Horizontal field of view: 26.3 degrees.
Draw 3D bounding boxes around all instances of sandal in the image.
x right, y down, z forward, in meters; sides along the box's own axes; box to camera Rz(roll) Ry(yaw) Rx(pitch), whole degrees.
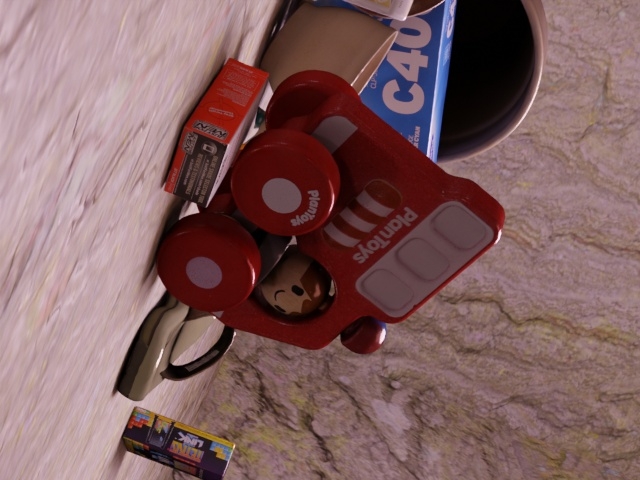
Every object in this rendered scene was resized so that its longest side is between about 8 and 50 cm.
[{"bbox_3d":[-0.147,0.112,1.570,0.303,0.086,0.120,-59,166,-67],"label":"sandal"}]

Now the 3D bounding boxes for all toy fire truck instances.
[{"bbox_3d":[0.000,0.000,1.364,0.302,0.254,0.169,-45,-167,32],"label":"toy fire truck"}]

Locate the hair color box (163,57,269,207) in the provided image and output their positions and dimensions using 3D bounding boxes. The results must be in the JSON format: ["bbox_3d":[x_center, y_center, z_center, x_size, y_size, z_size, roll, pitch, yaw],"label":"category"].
[{"bbox_3d":[-0.091,-0.098,1.212,0.141,0.043,0.072,-69,-178,-56],"label":"hair color box"}]

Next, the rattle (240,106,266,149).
[{"bbox_3d":[-0.082,-0.134,1.667,0.130,0.143,0.200,-25,-132,40],"label":"rattle"}]

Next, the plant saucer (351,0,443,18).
[{"bbox_3d":[0.090,-0.328,1.528,0.029,0.168,0.168,-109,-146,-50],"label":"plant saucer"}]

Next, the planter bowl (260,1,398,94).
[{"bbox_3d":[-0.001,-0.207,1.585,0.162,0.109,0.162,-54,179,-2],"label":"planter bowl"}]

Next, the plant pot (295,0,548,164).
[{"bbox_3d":[0.160,-0.303,1.826,0.280,0.323,0.323,-57,171,-55],"label":"plant pot"}]

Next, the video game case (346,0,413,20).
[{"bbox_3d":[0.060,-0.342,1.393,0.227,0.026,0.206,34,-75,56],"label":"video game case"}]

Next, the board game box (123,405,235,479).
[{"bbox_3d":[-0.190,0.279,1.835,0.170,0.141,0.048,109,3,-74],"label":"board game box"}]

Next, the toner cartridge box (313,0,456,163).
[{"bbox_3d":[0.073,-0.223,1.690,0.075,0.165,0.348,-57,155,-56],"label":"toner cartridge box"}]
